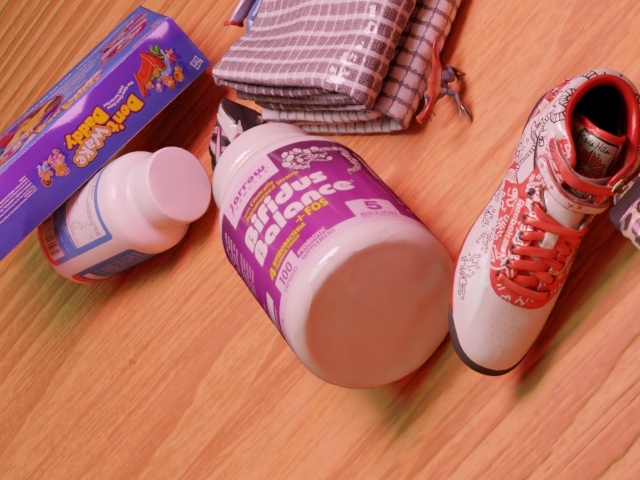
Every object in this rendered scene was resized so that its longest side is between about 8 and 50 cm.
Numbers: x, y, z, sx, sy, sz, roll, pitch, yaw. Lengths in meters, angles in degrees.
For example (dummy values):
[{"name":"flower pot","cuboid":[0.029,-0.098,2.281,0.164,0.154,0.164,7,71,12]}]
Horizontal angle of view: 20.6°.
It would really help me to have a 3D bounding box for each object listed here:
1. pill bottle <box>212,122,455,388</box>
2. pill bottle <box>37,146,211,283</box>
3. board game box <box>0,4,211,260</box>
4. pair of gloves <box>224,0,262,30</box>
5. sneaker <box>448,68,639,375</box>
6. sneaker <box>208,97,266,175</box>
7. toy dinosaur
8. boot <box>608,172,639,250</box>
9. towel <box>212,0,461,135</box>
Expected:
[{"name":"pill bottle","cuboid":[0.000,0.000,1.693,0.169,0.169,0.301,-57,33,12]},{"name":"pill bottle","cuboid":[-0.229,-0.033,2.087,0.221,0.124,0.124,-22,51,46]},{"name":"board game box","cuboid":[-0.304,-0.137,2.152,0.347,0.078,0.233,-43,17,-3]},{"name":"pair of gloves","cuboid":[-0.060,-0.309,2.011,0.159,0.023,0.198,-65,-7,6]},{"name":"sneaker","cuboid":[0.188,-0.019,1.471,0.145,0.090,0.270,147,147,-79]},{"name":"sneaker","cuboid":[-0.085,-0.085,1.983,0.077,0.072,0.178,-64,22,24]},{"name":"toy dinosaur","cuboid":[0.109,-0.148,1.729,0.047,0.090,0.082,-30,1,29]},{"name":"boot","cuboid":[0.328,-0.123,1.349,0.284,0.138,0.377,-53,40,18]},{"name":"towel","cuboid":[0.022,-0.240,1.869,0.283,0.121,0.235,7,74,56]}]
